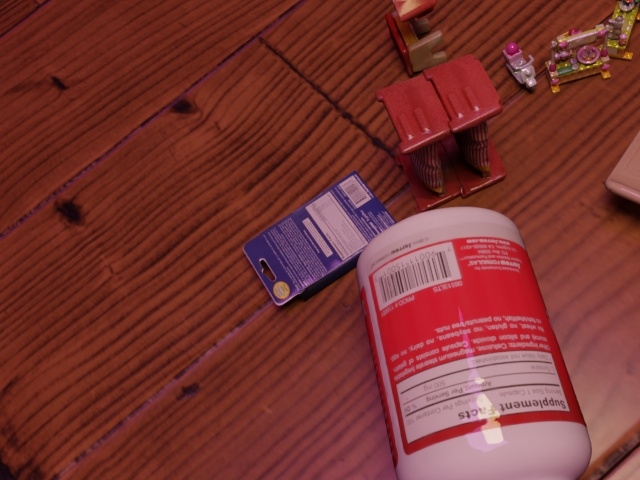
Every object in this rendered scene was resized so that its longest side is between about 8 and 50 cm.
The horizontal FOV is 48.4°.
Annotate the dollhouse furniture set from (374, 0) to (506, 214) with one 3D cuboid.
[{"bbox_3d":[0.151,-0.255,1.123,0.152,0.201,0.374,-21,60,5],"label":"dollhouse furniture set"}]

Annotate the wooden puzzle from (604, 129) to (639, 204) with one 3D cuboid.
[{"bbox_3d":[0.620,-0.117,0.985,0.322,0.080,0.348,31,71,28],"label":"wooden puzzle"}]

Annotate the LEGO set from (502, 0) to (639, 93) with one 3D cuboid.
[{"bbox_3d":[0.438,-0.344,1.132,0.287,0.107,0.132,-34,60,0],"label":"LEGO set"}]

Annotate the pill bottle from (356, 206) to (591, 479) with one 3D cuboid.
[{"bbox_3d":[0.186,0.183,0.868,0.229,0.229,0.408,-15,60,9],"label":"pill bottle"}]

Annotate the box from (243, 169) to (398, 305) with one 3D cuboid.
[{"bbox_3d":[0.000,0.000,1.131,0.225,0.036,0.136,-33,58,-3],"label":"box"}]
